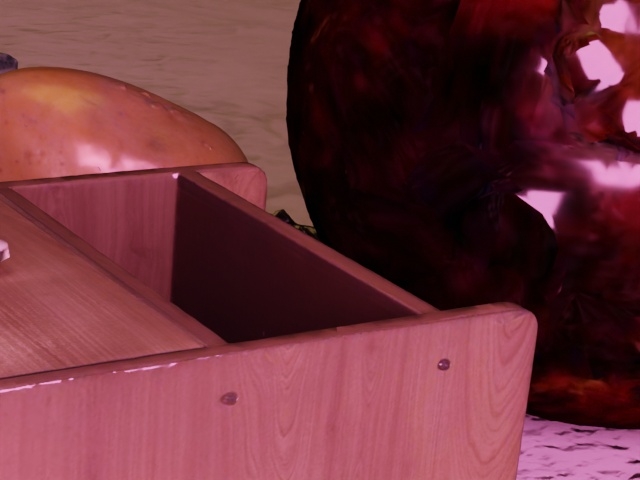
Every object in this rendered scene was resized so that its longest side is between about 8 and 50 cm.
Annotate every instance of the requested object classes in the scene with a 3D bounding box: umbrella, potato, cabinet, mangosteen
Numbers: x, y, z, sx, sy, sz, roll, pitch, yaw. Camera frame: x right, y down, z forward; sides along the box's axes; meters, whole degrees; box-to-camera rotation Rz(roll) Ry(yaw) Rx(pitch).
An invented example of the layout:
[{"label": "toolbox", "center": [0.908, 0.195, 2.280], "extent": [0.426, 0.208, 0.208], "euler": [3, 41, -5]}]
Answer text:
[{"label": "umbrella", "center": [0.001, -0.004, 1.029], "extent": [0.149, 0.022, 0.022], "euler": [10, 60, 12]}, {"label": "potato", "center": [-0.117, -0.034, 0.936], "extent": [0.178, 0.118, 0.109], "euler": [17, 52, -12]}, {"label": "cabinet", "center": [-0.072, 0.066, 0.561], "extent": [0.215, 0.148, 0.175], "euler": [-7, 21, -33]}, {"label": "mangosteen", "center": [0.134, -0.063, 0.830], "extent": [0.306, 0.306, 0.359], "euler": [6, -3, -2]}]

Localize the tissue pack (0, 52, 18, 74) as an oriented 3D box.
[{"label": "tissue pack", "center": [-0.352, -0.100, 1.105], "extent": [0.257, 0.081, 0.185], "euler": [12, 17, 18]}]
